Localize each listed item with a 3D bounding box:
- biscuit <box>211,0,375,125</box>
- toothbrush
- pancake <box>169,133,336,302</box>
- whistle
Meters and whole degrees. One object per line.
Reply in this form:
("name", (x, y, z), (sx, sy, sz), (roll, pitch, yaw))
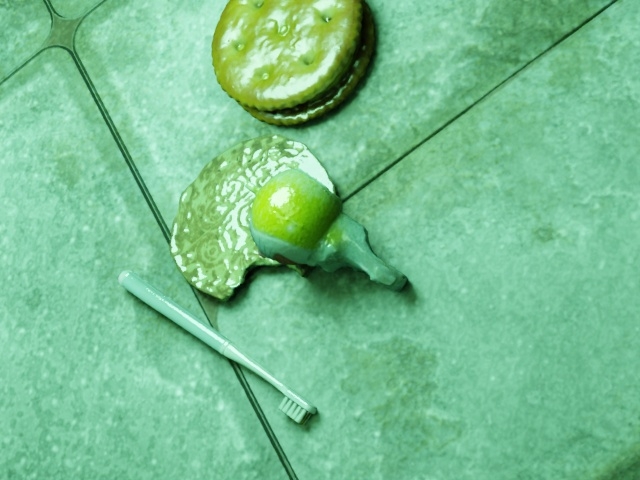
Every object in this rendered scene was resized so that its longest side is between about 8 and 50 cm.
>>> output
("biscuit", (-0.036, -0.254, 1.937), (0.220, 0.066, 0.220), (-11, 64, 23))
("toothbrush", (-0.132, 0.126, 1.872), (0.342, 0.025, 0.030), (35, 92, 31))
("pancake", (-0.087, -0.031, 1.902), (0.235, 0.029, 0.212), (-13, 66, 22))
("whistle", (0.000, 0.000, 1.791), (0.223, 0.123, 0.123), (35, 90, 5))
